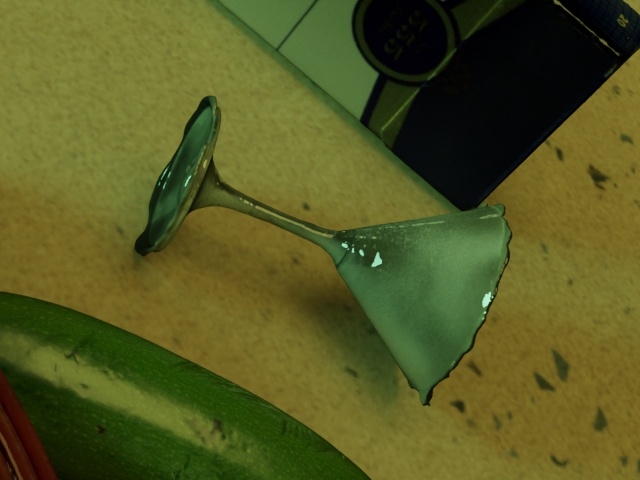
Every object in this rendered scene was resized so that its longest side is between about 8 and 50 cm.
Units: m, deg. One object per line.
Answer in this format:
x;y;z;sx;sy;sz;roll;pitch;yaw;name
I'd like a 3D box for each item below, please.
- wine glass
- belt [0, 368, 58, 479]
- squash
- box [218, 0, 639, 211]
0.000;0.000;0.994;0.183;0.122;0.122;22;47;-15;wine glass
-0.224;0.105;0.705;0.323;0.115;0.227;59;32;6;belt
-0.077;0.097;0.880;0.292;0.082;0.082;29;45;-15;squash
0.050;-0.154;1.106;0.259;0.168;0.071;41;41;-1;box
